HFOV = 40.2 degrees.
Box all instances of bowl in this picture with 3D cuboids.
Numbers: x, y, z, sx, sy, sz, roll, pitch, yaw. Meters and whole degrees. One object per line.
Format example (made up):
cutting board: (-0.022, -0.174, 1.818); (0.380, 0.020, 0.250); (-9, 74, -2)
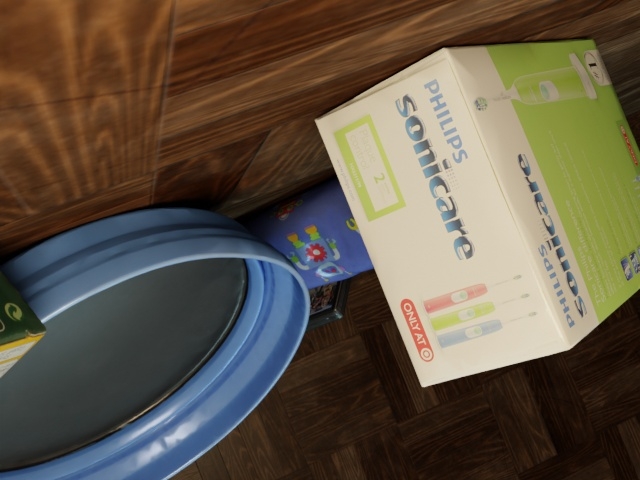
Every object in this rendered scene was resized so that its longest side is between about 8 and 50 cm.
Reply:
bowl: (-0.191, 0.125, 0.780); (0.391, 0.077, 0.391); (-30, 151, -18)

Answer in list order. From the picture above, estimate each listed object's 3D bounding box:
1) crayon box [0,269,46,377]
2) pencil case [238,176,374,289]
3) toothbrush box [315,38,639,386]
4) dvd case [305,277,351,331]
crayon box: (-0.340, 0.139, 0.508); (0.323, 0.083, 0.203); (-43, 172, 15)
pencil case: (0.000, 0.000, 1.072); (0.306, 0.133, 0.119); (-23, -156, 34)
toothbrush box: (0.154, -0.037, 0.682); (0.122, 0.206, 0.283); (-23, 178, 36)
dvd case: (-0.023, 0.035, 1.215); (0.180, 0.022, 0.253); (-23, -146, 32)
